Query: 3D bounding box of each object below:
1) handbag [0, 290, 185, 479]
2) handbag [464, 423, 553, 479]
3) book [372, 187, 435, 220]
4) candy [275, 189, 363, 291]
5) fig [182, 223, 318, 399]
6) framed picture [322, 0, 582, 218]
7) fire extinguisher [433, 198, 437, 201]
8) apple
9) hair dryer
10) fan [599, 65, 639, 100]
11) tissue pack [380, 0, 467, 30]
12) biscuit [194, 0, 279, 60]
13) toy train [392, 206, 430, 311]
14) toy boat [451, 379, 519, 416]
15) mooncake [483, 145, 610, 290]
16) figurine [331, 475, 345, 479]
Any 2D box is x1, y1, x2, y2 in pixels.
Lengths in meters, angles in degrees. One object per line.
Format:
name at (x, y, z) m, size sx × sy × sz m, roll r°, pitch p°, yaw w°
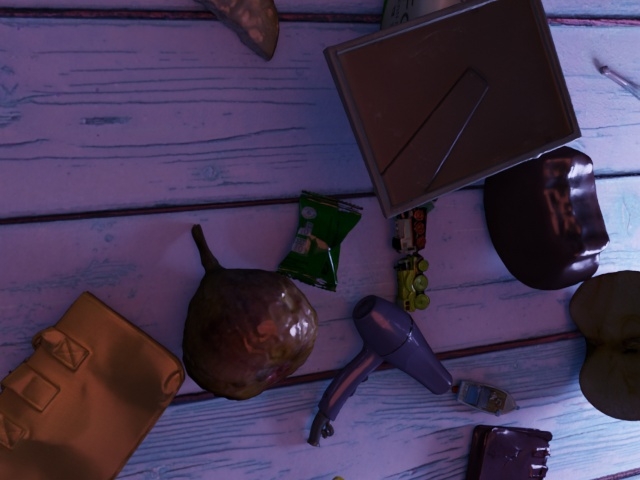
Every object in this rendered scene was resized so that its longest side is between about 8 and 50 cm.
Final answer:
handbag at (-0.476, 0.323, 1.434) m, size 0.283 × 0.133 × 0.401 m, roll 40°, pitch 77°, yaw -13°
handbag at (0.457, 0.552, 1.830) m, size 0.216 × 0.074 × 0.203 m, roll 9°, pitch 88°, yaw -23°
book at (0.191, -0.096, 1.734) m, size 0.103 × 0.017 × 0.135 m, roll -42°, pitch 106°, yaw -16°
candy at (0.003, 0.000, 1.635) m, size 0.141 × 0.078 × 0.203 m, roll 21°, pitch 79°, yaw -21°
fig at (-0.170, 0.122, 1.522) m, size 0.286 × 0.286 × 0.368 m, roll -17°, pitch 67°, yaw -20°
framed picture at (0.259, -0.268, 1.402) m, size 0.446 × 0.028 × 0.326 m, roll -22°, pitch 98°, yaw -15°
fire extinguisher at (0.278, -0.133, 1.765) m, size 0.028 × 0.022 × 0.083 m, roll 26°, pitch 81°, yaw 11°
apple at (0.769, 0.245, 1.789) m, size 0.329 × 0.365 × 0.295 m, roll 48°, pitch 57°, yaw -12°
hair dryer at (0.105, 0.327, 1.688) m, size 0.361 × 0.121 × 0.301 m, roll -46°, pitch 115°, yaw -4°
fan at (0.836, -0.381, 1.975) m, size 0.282 × 0.023 × 0.057 m, roll 22°, pitch 92°, yaw -20°
tissue pack at (0.246, -0.401, 1.581) m, size 0.205 × 0.332 × 0.404 m, roll 6°, pitch 90°, yaw -17°
biscuit at (-0.180, -0.517, 1.565) m, size 0.290 × 0.038 × 0.141 m, roll 38°, pitch 78°, yaw -18°
toy train at (0.205, 0.040, 1.715) m, size 0.085 × 0.053 × 0.249 m, roll -6°, pitch 100°, yaw -21°
toy boat at (0.400, 0.380, 1.808) m, size 0.173 × 0.059 × 0.069 m, roll 20°, pitch 84°, yaw -21°
mooncake at (0.517, -0.067, 1.711) m, size 0.174 × 0.334 × 0.326 m, roll -12°, pitch 56°, yaw -22°
figurine at (0.056, 0.607, 1.643) m, size 0.109 × 0.130 × 0.178 m, roll -41°, pitch 105°, yaw -19°
